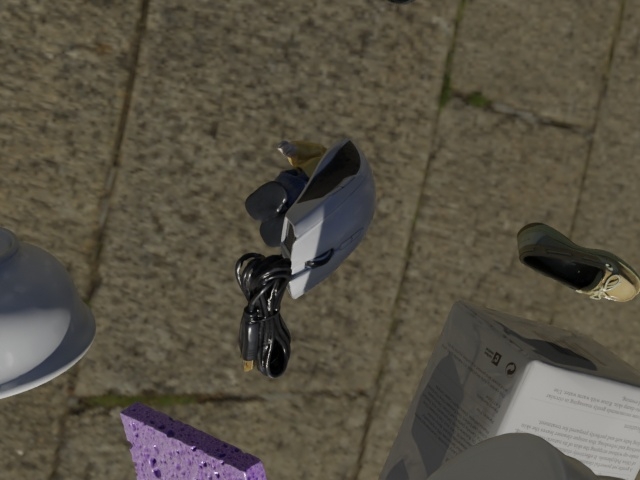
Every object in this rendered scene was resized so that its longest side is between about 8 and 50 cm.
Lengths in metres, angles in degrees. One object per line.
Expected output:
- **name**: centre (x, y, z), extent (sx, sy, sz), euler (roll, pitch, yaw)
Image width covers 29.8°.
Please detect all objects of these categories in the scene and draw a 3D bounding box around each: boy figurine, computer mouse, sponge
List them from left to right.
- **sponge**: centre (-0.136, 0.262, 1.332), extent (0.031, 0.210, 0.117), euler (-30, 123, -38)
- **boy figurine**: centre (-0.013, -0.089, 1.969), extent (0.177, 0.092, 0.285), euler (59, 31, -5)
- **computer mouse**: centre (0.000, 0.000, 0.786), extent (0.193, 0.042, 0.106), euler (-58, 157, -44)

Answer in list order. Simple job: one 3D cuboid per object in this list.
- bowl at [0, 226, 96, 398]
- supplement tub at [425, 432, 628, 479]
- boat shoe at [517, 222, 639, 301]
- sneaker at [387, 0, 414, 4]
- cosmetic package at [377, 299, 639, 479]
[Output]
- **bowl**: centre (-0.426, 0.068, 1.445), extent (0.297, 0.297, 0.134), euler (-27, 123, -41)
- **supplement tub**: centre (0.188, 0.293, 0.717), extent (0.331, 0.241, 0.241), euler (39, 69, -14)
- **boat shoe**: centre (0.280, 0.034, 1.304), extent (0.153, 0.056, 0.048), euler (28, 42, -15)
- **sneaker**: centre (0.067, -0.396, 1.442), extent (0.118, 0.083, 0.222), euler (-1, 76, -78)
- **cosmetic package**: centre (0.174, 0.269, 1.217), extent (0.196, 0.155, 0.366), euler (17, 102, -30)
